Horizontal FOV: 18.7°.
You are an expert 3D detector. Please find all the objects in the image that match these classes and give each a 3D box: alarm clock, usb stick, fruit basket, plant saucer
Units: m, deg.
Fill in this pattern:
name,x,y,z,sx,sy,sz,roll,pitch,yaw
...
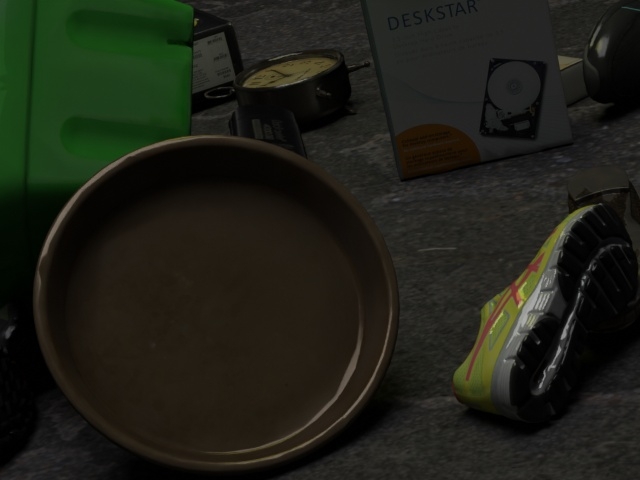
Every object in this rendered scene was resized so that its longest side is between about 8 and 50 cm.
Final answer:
name,x,y,z,sx,sy,sz,roll,pitch,yaw
alarm clock,-0.047,-0.169,2.206,0.192,0.064,0.129,2,26,29
usb stick,-0.054,-0.096,2.005,0.077,0.045,0.278,4,14,-5
fruit basket,-0.295,-0.099,1.687,0.392,0.283,0.392,1,-18,0
plant saucer,-0.079,0.050,1.475,0.278,0.278,0.041,-20,-20,-16

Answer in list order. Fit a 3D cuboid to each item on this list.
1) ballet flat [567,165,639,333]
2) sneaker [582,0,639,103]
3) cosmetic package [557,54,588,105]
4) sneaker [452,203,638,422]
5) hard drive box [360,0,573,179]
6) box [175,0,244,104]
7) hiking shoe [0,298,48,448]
name,x,y,z,sx,sy,sz,roll,pitch,yaw
ballet flat,0.236,0.014,1.590,0.084,0.058,0.250,-11,26,9
sneaker,0.378,-0.212,2.006,0.267,0.101,0.106,-29,28,-34
cosmetic package,0.229,-0.172,2.075,0.060,0.041,0.115,-26,24,-31
sneaker,0.163,0.049,1.458,0.094,0.081,0.208,-10,33,49
hard drive box,0.139,-0.197,1.926,0.181,0.232,0.089,-13,21,4
box,-0.327,-0.193,2.397,0.395,0.097,0.318,-21,19,-17
hiking shoe,-0.298,0.129,1.603,0.114,0.086,0.227,-24,13,12
